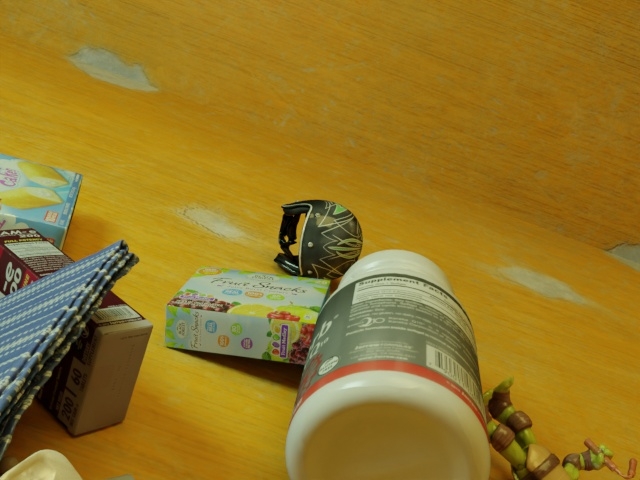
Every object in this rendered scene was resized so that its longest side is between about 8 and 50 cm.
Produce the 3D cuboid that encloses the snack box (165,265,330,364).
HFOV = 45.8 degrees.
[{"bbox_3d":[-0.098,0.103,1.091,0.207,0.070,0.174,8,17,6],"label":"snack box"}]

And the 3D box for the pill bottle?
[{"bbox_3d":[0.085,0.161,0.911,0.210,0.210,0.363,20,23,-1],"label":"pill bottle"}]

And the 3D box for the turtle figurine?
[{"bbox_3d":[0.288,0.288,0.990,0.269,0.087,0.217,-19,63,-39],"label":"turtle figurine"}]

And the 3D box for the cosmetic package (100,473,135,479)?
[{"bbox_3d":[-0.218,0.258,0.521,0.238,0.107,0.127,4,27,-49],"label":"cosmetic package"}]

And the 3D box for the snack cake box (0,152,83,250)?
[{"bbox_3d":[-0.463,-0.045,1.168,0.152,0.089,0.264,15,18,-18],"label":"snack cake box"}]

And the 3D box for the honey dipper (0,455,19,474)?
[{"bbox_3d":[-0.231,0.240,0.688,0.160,0.031,0.030,23,17,21],"label":"honey dipper"}]

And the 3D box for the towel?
[{"bbox_3d":[-0.304,0.123,0.647,0.040,0.243,0.336,61,16,-19],"label":"towel"}]

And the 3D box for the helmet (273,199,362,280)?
[{"bbox_3d":[0.000,0.000,1.427,0.169,0.170,0.161,2,9,-45],"label":"helmet"}]

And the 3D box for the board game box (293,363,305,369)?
[{"bbox_3d":[0.094,0.194,1.150,0.243,0.042,0.165,25,18,13],"label":"board game box"}]

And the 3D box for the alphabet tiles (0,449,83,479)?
[{"bbox_3d":[-0.146,0.276,0.444,0.278,0.021,0.284,51,36,5],"label":"alphabet tiles"}]

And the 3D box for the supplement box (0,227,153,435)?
[{"bbox_3d":[-0.305,0.095,0.860,0.239,0.130,0.073,31,20,31],"label":"supplement box"}]
